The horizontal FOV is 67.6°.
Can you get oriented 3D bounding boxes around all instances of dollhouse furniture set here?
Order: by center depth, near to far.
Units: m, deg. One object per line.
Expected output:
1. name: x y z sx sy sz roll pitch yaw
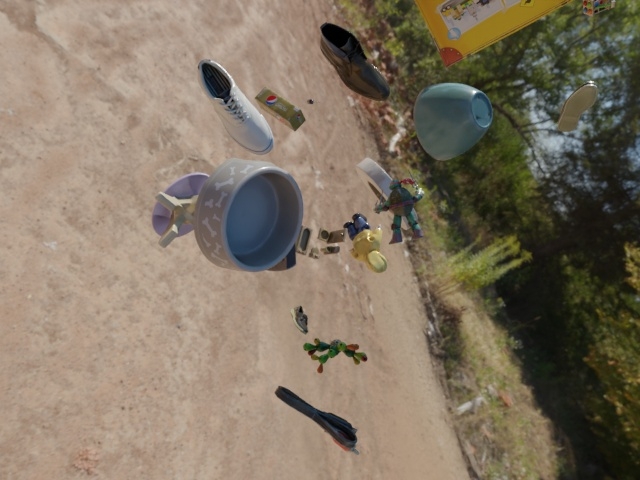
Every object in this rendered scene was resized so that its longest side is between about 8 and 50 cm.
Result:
1. dollhouse furniture set: 0.000 0.000 1.925 0.151 0.123 0.144 23 74 -29

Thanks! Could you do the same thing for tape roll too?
1. tape roll: 0.310 -0.219 2.251 0.392 0.072 0.392 51 2 -3

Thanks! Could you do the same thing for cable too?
1. cable: -0.008 0.509 1.328 0.287 0.072 0.139 28 4 -10

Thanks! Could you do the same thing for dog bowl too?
1. dog bowl: -0.188 -0.067 1.375 0.102 0.348 0.349 20 -6 39

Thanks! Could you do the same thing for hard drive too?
1. hard drive: -0.163 0.026 1.748 0.054 0.255 0.171 -2 89 -31

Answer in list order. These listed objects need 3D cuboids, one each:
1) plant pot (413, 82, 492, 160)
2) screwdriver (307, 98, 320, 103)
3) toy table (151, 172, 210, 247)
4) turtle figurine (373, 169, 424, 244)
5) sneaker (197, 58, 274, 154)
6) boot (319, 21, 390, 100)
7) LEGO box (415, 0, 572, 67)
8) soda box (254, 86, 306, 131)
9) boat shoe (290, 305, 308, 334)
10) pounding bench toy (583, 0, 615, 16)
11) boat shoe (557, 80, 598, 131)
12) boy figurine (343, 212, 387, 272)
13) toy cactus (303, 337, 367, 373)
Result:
1. plant pot: 0.516 -0.459 1.775 0.290 0.195 0.290 3 85 -38
2. screwdriver: -0.027 -0.601 2.059 0.170 0.024 0.025 -148 -124 -69
3. toy table: -0.463 -0.101 1.647 0.252 0.274 0.161 30 8 -30
4. turtle figurine: 0.257 -0.112 1.558 0.118 0.175 0.234 7 71 -78
5. sneaker: -0.209 -0.310 1.127 0.258 0.094 0.091 49 2 0
6. boot: 0.074 -0.417 1.120 0.219 0.082 0.106 43 5 8
7. LEGO box: 0.543 -0.844 1.477 0.372 0.500 0.193 53 33 -26
8. soda box: -0.136 -0.443 1.609 0.181 0.058 0.061 40 -7 27
9. boat shoe: -0.073 0.292 1.787 0.056 0.049 0.152 45 5 -34
10. pounding bench toy: 0.893 -0.757 1.536 0.083 0.065 0.052 -104 169 -52
11. boat shoe: 0.875 -0.468 1.636 0.227 0.081 0.068 84 22 -65
12. boy figurine: 0.191 0.012 1.930 0.092 0.177 0.285 23 29 -41
13. toy cactus: 0.054 0.383 1.642 0.180 0.219 0.112 -7 94 -82
